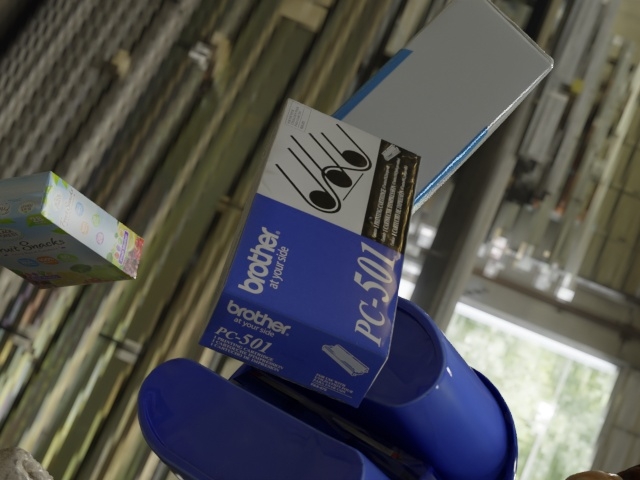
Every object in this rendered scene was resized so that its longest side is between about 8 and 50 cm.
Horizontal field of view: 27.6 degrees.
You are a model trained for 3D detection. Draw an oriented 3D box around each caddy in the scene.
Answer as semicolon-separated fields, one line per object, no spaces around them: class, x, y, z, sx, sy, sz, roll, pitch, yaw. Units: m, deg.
caddy;0.008;0.166;1.131;0.241;0.341;0.179;-51;133;-17

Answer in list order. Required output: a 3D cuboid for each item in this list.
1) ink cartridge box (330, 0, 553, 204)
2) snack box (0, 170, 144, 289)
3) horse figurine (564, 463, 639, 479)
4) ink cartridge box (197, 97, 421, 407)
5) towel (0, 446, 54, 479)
ink cartridge box;0.107;-0.124;1.462;0.223;0.129;0.307;-45;177;-11
snack box;-0.369;-0.009;1.744;0.207;0.174;0.070;42;49;-49
horse figurine;0.252;0.258;1.200;0.263;0.174;0.066;-22;105;-36
ink cartridge box;0.000;0.000;0.773;0.207;0.097;0.046;-76;-169;-53
towel;-0.306;0.309;1.331;0.282;0.187;0.049;60;29;-35
